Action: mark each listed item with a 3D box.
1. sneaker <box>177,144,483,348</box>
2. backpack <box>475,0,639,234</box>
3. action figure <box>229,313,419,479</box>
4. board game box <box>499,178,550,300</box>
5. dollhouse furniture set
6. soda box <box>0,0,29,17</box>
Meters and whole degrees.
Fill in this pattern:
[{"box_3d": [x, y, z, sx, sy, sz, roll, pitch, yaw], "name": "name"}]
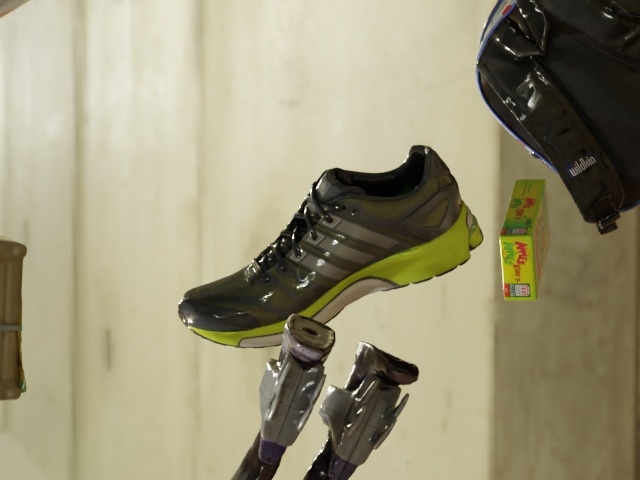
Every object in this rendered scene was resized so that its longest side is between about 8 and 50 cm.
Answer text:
[{"box_3d": [0.000, 0.000, 1.588, 0.300, 0.121, 0.111, -25, -150, -11], "name": "sneaker"}, {"box_3d": [0.310, -0.198, 1.892, 0.263, 0.276, 0.213, 36, -160, -15], "name": "backpack"}, {"box_3d": [-0.040, 0.193, 1.128, 0.185, 0.285, 0.099, 21, -171, -19], "name": "action figure"}, {"box_3d": [0.268, -0.003, 2.218, 0.043, 0.092, 0.181, -1, -155, 14], "name": "board game box"}, {"box_3d": [-0.496, 0.082, 1.944, 0.151, 0.197, 0.301, -2, 174, 41], "name": "dollhouse furniture set"}, {"box_3d": [-0.378, -0.275, 1.784, 0.286, 0.091, 0.098, -28, 172, 16], "name": "soda box"}]
